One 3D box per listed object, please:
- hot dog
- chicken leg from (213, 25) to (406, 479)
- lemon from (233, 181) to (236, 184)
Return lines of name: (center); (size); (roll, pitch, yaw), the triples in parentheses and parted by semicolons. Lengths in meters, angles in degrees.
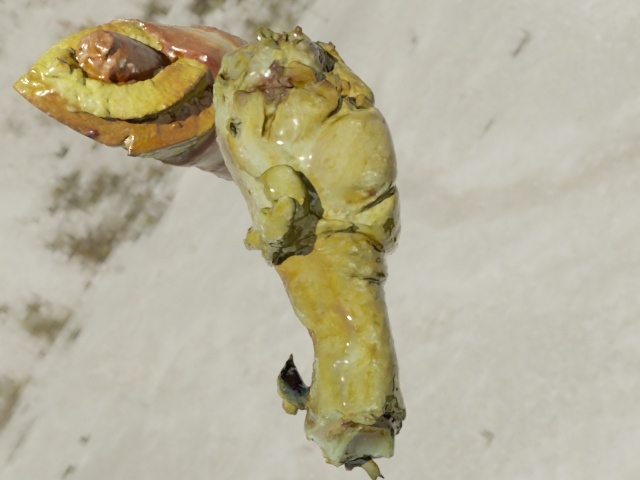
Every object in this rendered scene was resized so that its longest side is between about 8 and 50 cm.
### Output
hot dog: (-0.087, -0.098, 0.892); (0.093, 0.123, 0.261); (-66, -23, 6)
chicken leg: (0.000, 0.000, 0.648); (0.103, 0.088, 0.227); (136, 126, -63)
lemon: (-0.033, -0.086, 1.173); (0.109, 0.133, 0.109); (-33, 49, 49)
